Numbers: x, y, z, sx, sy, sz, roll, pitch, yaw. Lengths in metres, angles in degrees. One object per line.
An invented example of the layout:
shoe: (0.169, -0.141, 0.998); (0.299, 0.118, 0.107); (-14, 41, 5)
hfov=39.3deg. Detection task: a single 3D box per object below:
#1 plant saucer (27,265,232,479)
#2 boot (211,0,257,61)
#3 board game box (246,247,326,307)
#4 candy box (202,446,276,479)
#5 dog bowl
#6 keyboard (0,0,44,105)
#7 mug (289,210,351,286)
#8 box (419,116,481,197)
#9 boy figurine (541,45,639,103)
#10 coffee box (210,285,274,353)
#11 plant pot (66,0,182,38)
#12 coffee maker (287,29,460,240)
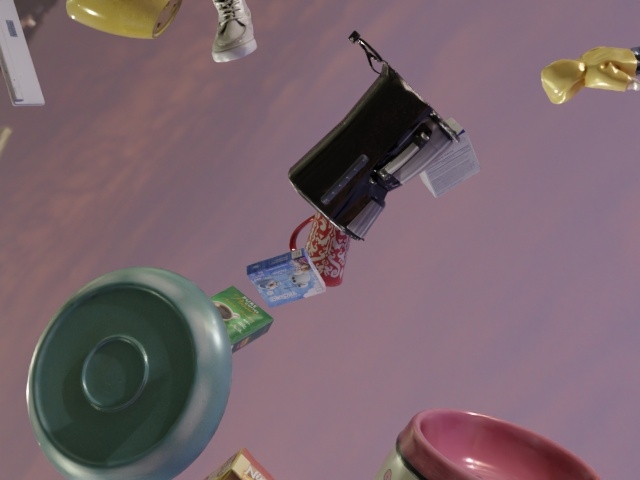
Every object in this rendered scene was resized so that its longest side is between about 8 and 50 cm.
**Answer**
plant saucer: (-0.273, 0.182, 1.218); (0.317, 0.044, 0.317); (-6, -110, 17)
boot: (-0.188, -0.449, 1.814); (0.095, 0.123, 0.258); (-16, -154, 2)
board game box: (-0.049, 0.056, 1.300); (0.090, 0.090, 0.020); (-18, -131, 11)
candy box: (-0.198, 0.560, 1.706); (0.316, 0.183, 0.087); (-42, -175, 22)
dog bowl: (0.290, 0.416, 1.476); (0.408, 0.408, 0.150); (-139, -117, -66)
keyboard: (-0.504, -0.340, 1.436); (0.014, 0.256, 0.072); (-16, -178, 20)
mug: (0.001, 0.004, 2.092); (0.113, 0.150, 0.169); (-67, 173, -68)
box: (0.281, -0.189, 2.045); (0.126, 0.137, 0.072); (-31, -135, 0)
boy figurine: (0.605, -0.349, 1.855); (0.285, 0.092, 0.177); (-14, -146, 1)
coffee box: (-0.182, 0.156, 1.634); (0.184, 0.113, 0.040); (-30, 150, -53)
plant pot: (-0.217, -0.291, 1.046); (0.134, 0.095, 0.134); (-57, -178, 3)
coffee maker: (0.046, -0.116, 1.059); (0.178, 0.171, 0.120); (-44, 165, 9)
